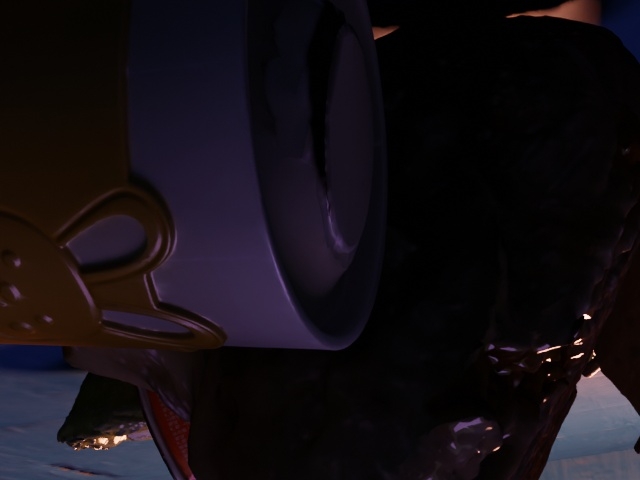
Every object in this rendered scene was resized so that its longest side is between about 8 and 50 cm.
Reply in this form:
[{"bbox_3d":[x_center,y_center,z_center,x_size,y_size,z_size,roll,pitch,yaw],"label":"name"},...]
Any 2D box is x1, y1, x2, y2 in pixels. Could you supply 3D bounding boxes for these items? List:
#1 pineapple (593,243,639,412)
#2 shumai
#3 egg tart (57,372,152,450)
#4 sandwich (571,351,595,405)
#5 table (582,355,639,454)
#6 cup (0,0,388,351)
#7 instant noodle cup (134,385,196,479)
[{"bbox_3d":[0.340,0.005,1.242,0.362,0.202,0.202,-13,173,-33],"label":"pineapple"},{"bbox_3d":[-0.003,-0.002,0.925,0.283,0.346,0.217,25,149,13],"label":"shumai"},{"bbox_3d":[-0.144,0.144,1.812,0.197,0.078,0.197,-7,170,-1],"label":"egg tart"},{"bbox_3d":[0.137,0.103,1.603,0.301,0.162,0.250,-4,163,-27],"label":"sandwich"},{"bbox_3d":[0.291,0.059,1.368,0.240,0.121,0.111,-19,151,-24],"label":"table"},{"bbox_3d":[-0.100,-0.062,0.761,0.226,0.185,0.241,-6,134,18],"label":"cup"},{"bbox_3d":[-0.008,0.074,1.321,0.174,0.213,0.213,-20,164,18],"label":"instant noodle cup"}]
